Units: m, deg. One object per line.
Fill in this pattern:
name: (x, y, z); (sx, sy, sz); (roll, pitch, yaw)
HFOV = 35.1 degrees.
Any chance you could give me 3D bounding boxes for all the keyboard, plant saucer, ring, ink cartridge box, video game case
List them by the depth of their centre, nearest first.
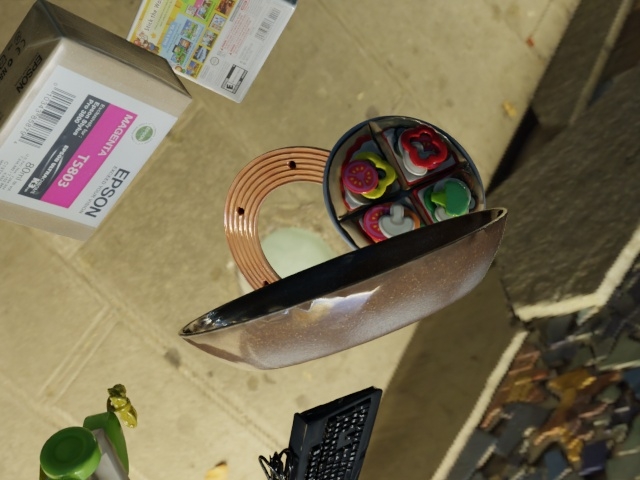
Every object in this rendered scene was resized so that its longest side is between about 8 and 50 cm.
plant saucer: (0.018, 0.031, 0.577); (0.198, 0.198, 0.036); (-22, 93, -40)
keyboard: (-0.001, 0.192, 0.790); (0.100, 0.192, 0.038); (-17, 52, -22)
ink cartridge box: (-0.290, -0.126, 1.146); (0.193, 0.235, 0.088); (19, 26, -48)
video game case: (-0.172, -0.328, 1.539); (0.206, 0.227, 0.026); (24, 50, -13)
ring: (0.000, 0.000, 1.614); (0.337, 0.336, 0.032); (52, 38, -8)

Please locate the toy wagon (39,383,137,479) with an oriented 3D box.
toy wagon: (-0.217, 0.300, 1.013); (0.068, 0.267, 0.344); (-13, 44, -1)

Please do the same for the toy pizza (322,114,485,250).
toy pizza: (0.102, -0.060, 1.187); (0.201, 0.032, 0.201); (5, 69, -13)
